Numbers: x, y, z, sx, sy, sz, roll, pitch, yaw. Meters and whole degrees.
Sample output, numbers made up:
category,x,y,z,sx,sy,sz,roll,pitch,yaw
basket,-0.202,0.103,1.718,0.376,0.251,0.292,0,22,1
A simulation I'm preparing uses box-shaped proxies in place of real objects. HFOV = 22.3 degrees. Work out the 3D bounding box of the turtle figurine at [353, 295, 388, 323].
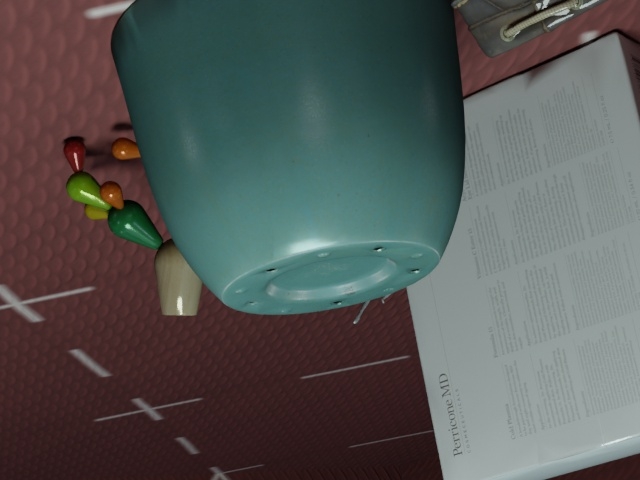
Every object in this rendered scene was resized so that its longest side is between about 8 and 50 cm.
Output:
category,x,y,z,sx,sy,sz,roll,pitch,yaw
turtle figurine,0.000,0.000,1.679,0.175,0.118,0.234,4,-160,6

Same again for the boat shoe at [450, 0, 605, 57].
category,x,y,z,sx,sy,sz,roll,pitch,yaw
boat shoe,0.260,-0.220,1.169,0.355,0.130,0.132,-13,-170,24

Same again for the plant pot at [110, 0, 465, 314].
category,x,y,z,sx,sy,sz,roll,pitch,yaw
plant pot,-0.013,-0.074,1.345,0.293,0.235,0.293,-9,163,-3

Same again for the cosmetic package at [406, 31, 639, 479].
category,x,y,z,sx,sy,sz,roll,pitch,yaw
cosmetic package,0.222,0.029,1.566,0.284,0.377,0.097,-21,159,31

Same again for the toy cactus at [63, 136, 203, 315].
category,x,y,z,sx,sy,sz,roll,pitch,yaw
toy cactus,-0.139,-0.019,1.560,0.219,0.180,0.112,2,179,-22
